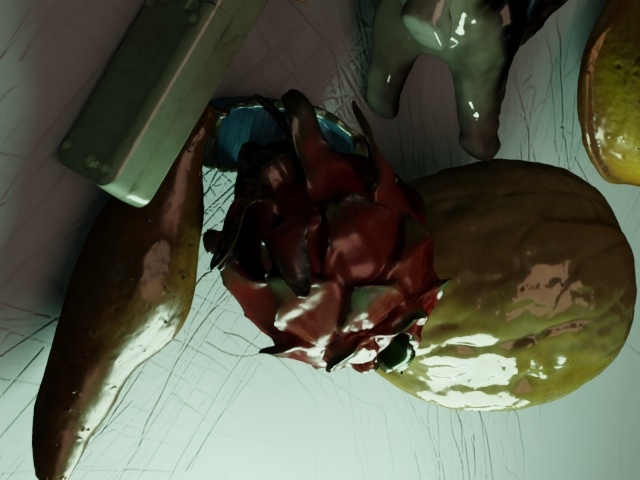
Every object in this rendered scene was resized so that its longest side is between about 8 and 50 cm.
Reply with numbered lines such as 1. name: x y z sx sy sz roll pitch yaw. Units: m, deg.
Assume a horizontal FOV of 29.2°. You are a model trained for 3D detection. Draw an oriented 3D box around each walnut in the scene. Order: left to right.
1. walnut: 0.167 0.045 1.279 0.313 0.277 0.252 -13 94 1

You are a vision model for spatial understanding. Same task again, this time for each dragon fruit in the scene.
1. dragon fruit: 0.000 0.000 1.077 0.192 0.193 0.274 -31 92 -3

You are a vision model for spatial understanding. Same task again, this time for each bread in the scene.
1. bread: 0.442 -0.193 1.491 0.312 0.172 0.312 -20 122 -37

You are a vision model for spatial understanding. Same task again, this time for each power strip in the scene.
1. power strip: -0.114 -0.170 1.026 0.053 0.093 0.288 32 89 -44

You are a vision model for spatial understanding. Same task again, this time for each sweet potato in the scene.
1. sweet potato: -0.167 0.045 1.081 0.112 0.112 0.359 14 105 -47

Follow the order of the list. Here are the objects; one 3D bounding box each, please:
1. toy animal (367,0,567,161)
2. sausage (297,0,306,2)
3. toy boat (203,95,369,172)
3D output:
1. toy animal: 0.152 -0.275 1.139 0.303 0.194 0.344 -54 155 -8
2. sausage: -0.096 -0.281 0.904 0.304 0.121 0.121 23 95 -25
3. toy boat: -0.034 -0.093 1.155 0.185 0.077 0.075 0 110 -44
